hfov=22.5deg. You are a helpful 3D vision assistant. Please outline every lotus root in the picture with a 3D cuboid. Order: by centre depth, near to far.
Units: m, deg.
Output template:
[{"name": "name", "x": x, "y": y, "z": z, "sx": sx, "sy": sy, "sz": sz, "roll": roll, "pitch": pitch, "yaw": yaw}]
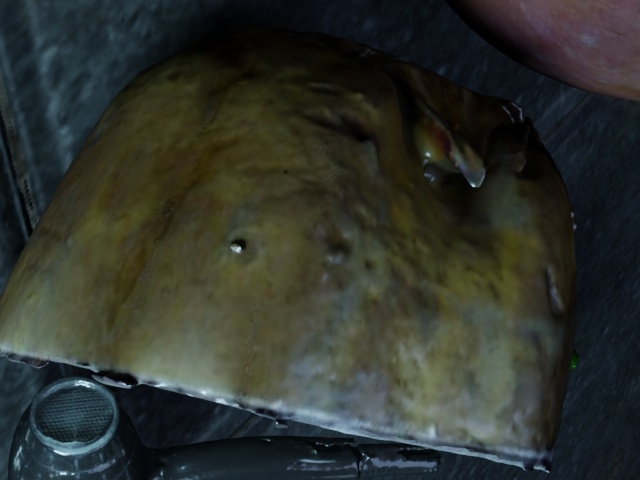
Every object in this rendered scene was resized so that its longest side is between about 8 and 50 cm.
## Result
[{"name": "lotus root", "x": 0.000, "y": 0.000, "z": 0.719, "sx": 0.272, "sy": 0.272, "sz": 0.192, "roll": 24, "pitch": 84, "yaw": -62}]

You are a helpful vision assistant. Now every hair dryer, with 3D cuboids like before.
[{"name": "hair dryer", "x": -0.046, "y": 0.132, "z": 0.823, "sx": 0.219, "sy": 0.075, "sz": 0.195, "roll": -4, "pitch": 143, "yaw": -7}]

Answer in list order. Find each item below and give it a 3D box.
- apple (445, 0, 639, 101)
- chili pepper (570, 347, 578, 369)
[{"name": "apple", "x": 0.174, "y": -0.214, "z": 0.729, "sx": 0.235, "sy": 0.306, "sz": 0.306, "roll": 1, "pitch": 120, "yaw": -22}, {"name": "chili pepper", "x": 0.139, "y": 0.071, "z": 1.163, "sx": 0.100, "sy": 0.074, "sz": 0.257, "roll": -61, "pitch": 153, "yaw": 2}]
